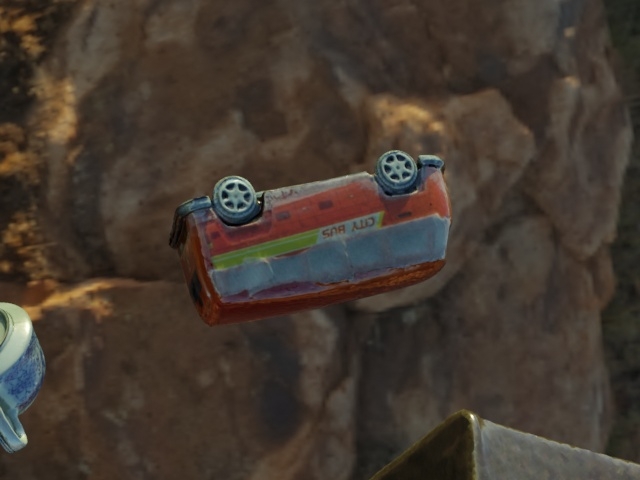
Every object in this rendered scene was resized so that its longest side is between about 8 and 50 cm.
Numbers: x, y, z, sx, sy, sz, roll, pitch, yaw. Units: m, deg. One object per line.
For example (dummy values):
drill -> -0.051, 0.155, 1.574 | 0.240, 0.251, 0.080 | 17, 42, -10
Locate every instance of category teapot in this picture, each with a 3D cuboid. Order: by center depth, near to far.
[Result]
teapot -> -0.419, 0.177, 1.718 | 0.159, 0.159, 0.232 | 41, 11, -37

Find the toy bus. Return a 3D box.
toy bus -> 0.000, 0.000, 1.239 | 0.265, 0.121, 0.120 | -11, 73, -15

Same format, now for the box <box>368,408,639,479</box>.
box -> 0.087, 0.239, 0.618 | 0.143, 0.184, 0.273 | 20, 49, -21
